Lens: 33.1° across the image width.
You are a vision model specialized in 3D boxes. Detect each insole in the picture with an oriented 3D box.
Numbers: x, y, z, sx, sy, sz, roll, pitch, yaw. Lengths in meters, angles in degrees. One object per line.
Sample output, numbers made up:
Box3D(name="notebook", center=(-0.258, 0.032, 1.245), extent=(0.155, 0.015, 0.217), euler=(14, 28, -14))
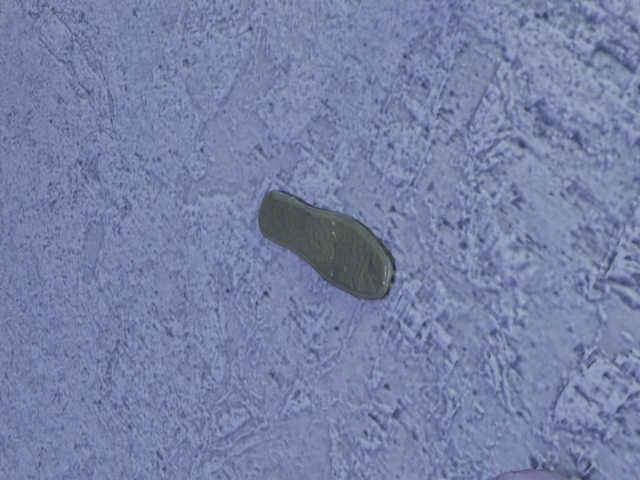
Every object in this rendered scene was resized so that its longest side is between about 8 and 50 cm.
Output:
Box3D(name="insole", center=(0.000, 0.000, 1.239), extent=(0.248, 0.011, 0.081), euler=(28, 108, 47))

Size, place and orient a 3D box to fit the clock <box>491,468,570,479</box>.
Box3D(name="clock", center=(0.228, 0.364, 0.875), extent=(0.322, 0.113, 0.296), euler=(37, 114, 46))
